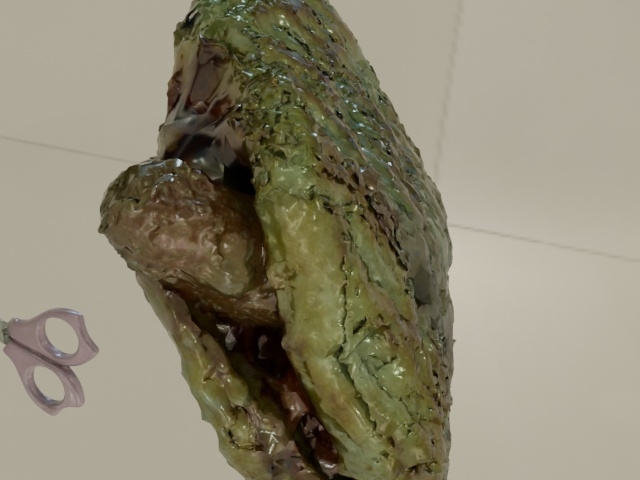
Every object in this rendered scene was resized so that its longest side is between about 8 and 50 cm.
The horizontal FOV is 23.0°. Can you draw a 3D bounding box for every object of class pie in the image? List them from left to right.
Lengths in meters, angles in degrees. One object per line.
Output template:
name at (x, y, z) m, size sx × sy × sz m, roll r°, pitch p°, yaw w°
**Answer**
pie at (0.009, -0.002, 1.203) m, size 0.180 × 0.418 × 0.395 m, roll -18°, pitch 117°, yaw 20°

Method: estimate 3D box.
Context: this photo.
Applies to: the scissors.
scissors at (-0.303, 0.083, 1.473) m, size 0.212 × 0.021 × 0.110 m, roll 25°, pitch 113°, yaw 14°
